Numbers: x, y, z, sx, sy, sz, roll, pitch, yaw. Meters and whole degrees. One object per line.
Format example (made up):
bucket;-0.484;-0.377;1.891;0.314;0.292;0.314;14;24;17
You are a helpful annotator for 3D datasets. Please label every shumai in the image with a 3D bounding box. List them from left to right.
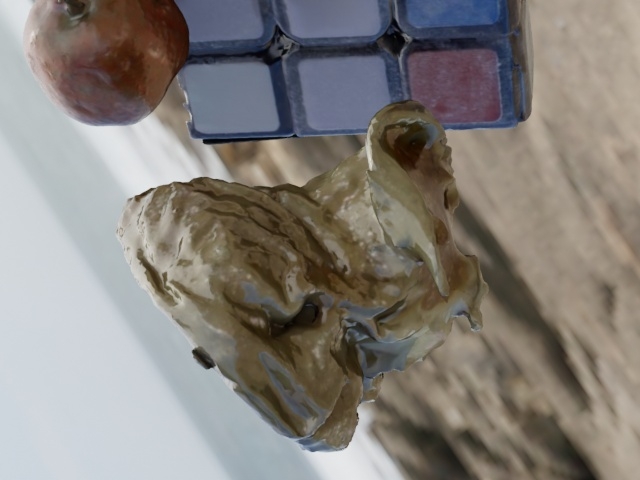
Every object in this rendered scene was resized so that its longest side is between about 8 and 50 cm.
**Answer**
shumai;0.000;0.000;1.566;0.267;0.262;0.314;47;179;-11

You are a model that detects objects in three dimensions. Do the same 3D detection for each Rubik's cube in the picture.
Rubik's cube;0.029;-0.337;1.883;0.359;0.363;0.362;-83;-14;-51

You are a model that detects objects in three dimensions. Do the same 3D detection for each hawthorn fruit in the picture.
hawthorn fruit;-0.198;-0.192;1.708;0.149;0.149;0.189;50;168;44
